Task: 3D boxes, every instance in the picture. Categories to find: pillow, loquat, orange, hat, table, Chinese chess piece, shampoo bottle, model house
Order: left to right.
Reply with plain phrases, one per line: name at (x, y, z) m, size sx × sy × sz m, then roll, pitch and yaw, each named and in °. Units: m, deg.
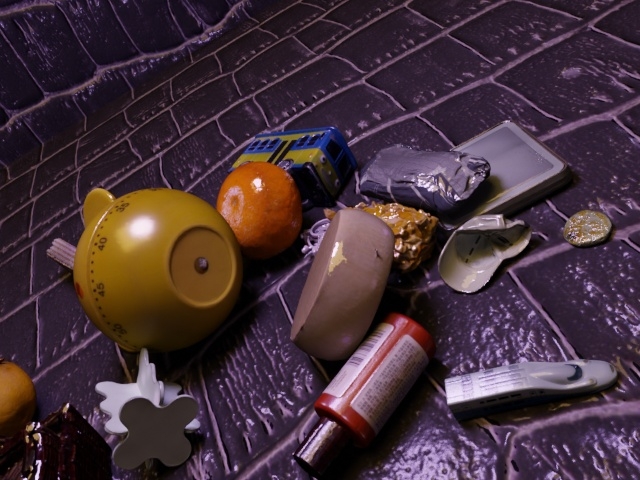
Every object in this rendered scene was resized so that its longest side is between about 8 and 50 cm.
loquat at (-0.720, 0.350, 1.380) m, size 0.208 × 0.208 × 0.208 m, roll -21°, pitch 35°, yaw 15°
model house at (-0.503, 0.405, 1.086) m, size 0.297 × 0.317 × 0.282 m, roll 7°, pitch 52°, yaw 26°
table at (-0.320, 0.304, 1.188) m, size 0.167 × 0.166 × 0.198 m, roll -39°, pitch 27°, yaw -11°
orange at (-0.133, -0.069, 1.466) m, size 0.224 × 0.170 × 0.223 m, roll -3°, pitch 85°, yaw 42°
Chinese chess piece at (0.036, 0.076, 1.121) m, size 0.273 × 0.102 × 0.273 m, roll -160°, pitch 90°, yaw -84°
shampoo bottle at (0.064, 0.244, 1.003) m, size 0.104 × 0.104 × 0.278 m, roll 15°, pitch 54°, yaw 47°
pillow at (0.195, -0.133, 1.325) m, size 0.161 × 0.092 × 0.335 m, roll -39°, pitch 29°, yaw -22°
hat at (0.288, 0.023, 1.160) m, size 0.122 × 0.081 × 0.166 m, roll 31°, pitch 78°, yaw 11°

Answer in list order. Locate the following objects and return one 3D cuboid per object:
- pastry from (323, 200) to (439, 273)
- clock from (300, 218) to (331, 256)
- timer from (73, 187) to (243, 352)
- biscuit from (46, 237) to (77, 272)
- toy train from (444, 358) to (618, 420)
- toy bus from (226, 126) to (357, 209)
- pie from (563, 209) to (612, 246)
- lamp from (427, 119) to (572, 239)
pastry at (0.116, -0.019, 1.299) m, size 0.250 × 0.102 × 0.154 m, roll 16°, pitch 61°, yaw 46°
clock at (0.000, 0.000, 1.422) m, size 0.087 × 0.041 × 0.129 m, roll -18°, pitch 30°, yaw 12°
timer at (-0.359, 0.060, 1.361) m, size 0.387 × 0.376 × 0.376 m, roll -5°, pitch 42°, yaw 41°
biscuit at (-0.676, 0.066, 1.799) m, size 0.239 × 0.108 × 0.061 m, roll 18°, pitch 63°, yaw 48°
toy train at (0.298, 0.204, 0.922) m, size 0.234 × 0.051 × 0.052 m, roll -18°, pitch 40°, yaw 19°
toy bus at (-0.072, -0.178, 1.620) m, size 0.288 × 0.138 × 0.175 m, roll 2°, pitch 47°, yaw 40°
pie at (0.461, -0.022, 1.117) m, size 0.085 × 0.017 × 0.085 m, roll -22°, pitch 35°, yaw 16°
lamp at (0.335, -0.132, 1.329) m, size 0.269 × 0.047 × 0.266 m, roll -28°, pitch 34°, yaw 5°
